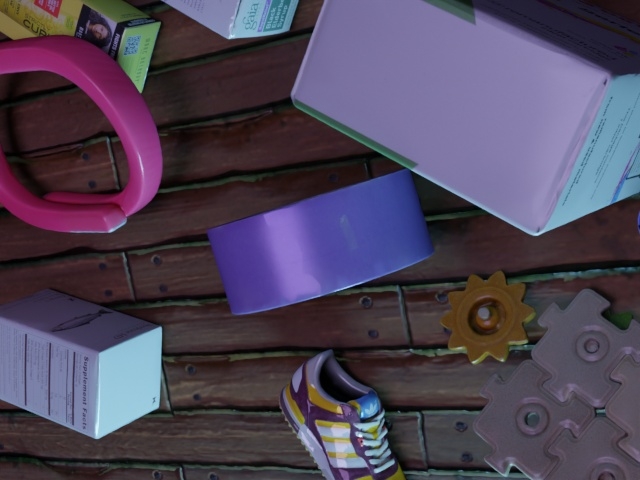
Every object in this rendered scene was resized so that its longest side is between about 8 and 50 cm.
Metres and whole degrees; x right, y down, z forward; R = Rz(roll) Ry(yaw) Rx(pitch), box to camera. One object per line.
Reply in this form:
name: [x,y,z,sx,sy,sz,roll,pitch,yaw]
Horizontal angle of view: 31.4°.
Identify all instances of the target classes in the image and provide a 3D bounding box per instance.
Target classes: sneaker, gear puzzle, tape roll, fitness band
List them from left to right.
fitness band: [-0.282,-0.113,1.206,0.291,0.054,0.209,3,117,41]
tape roll: [0.000,0.000,1.005,0.189,0.189,0.080,-16,92,35]
sneaker: [0.038,0.193,1.102,0.185,0.070,0.084,48,128,13]
gear puzzle: [0.227,0.145,0.946,0.339,0.044,0.175,38,88,32]

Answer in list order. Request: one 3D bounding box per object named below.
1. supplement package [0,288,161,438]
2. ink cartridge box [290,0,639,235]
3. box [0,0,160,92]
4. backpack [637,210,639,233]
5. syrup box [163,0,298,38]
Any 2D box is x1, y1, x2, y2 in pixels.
supplement package: [-0.279,0.133,1.273,0.179,0.105,0.105,15,109,29]
ink cartridge box: [0.145,-0.116,0.829,0.201,0.278,0.117,31,114,24]
box: [-0.279,-0.240,1.207,0.232,0.058,0.087,34,120,22]
backpack: [0.309,-0.020,0.861,0.114,0.084,0.105,-43,77,28]
syrup box: [-0.129,-0.283,1.075,0.237,0.096,0.093,32,119,22]
